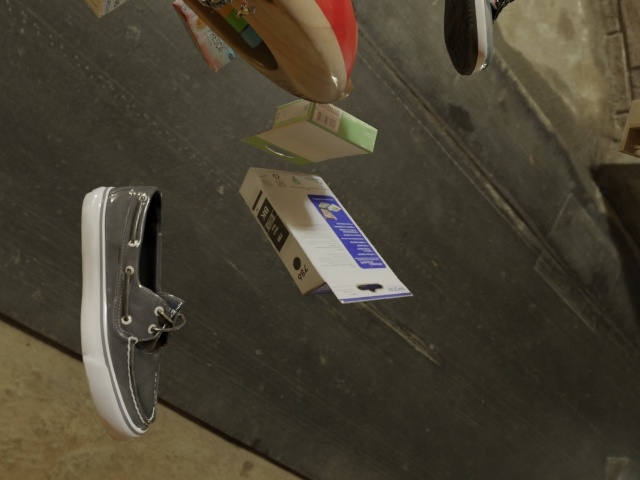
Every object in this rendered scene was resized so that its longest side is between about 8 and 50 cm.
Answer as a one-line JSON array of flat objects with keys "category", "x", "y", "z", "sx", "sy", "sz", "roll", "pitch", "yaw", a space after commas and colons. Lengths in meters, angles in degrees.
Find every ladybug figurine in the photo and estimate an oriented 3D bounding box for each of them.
[{"category": "ladybug figurine", "x": -0.099, "y": -0.386, "z": 0.773, "sx": 0.449, "sy": 0.305, "sz": 0.162, "roll": 42, "pitch": 87, "yaw": -26}]

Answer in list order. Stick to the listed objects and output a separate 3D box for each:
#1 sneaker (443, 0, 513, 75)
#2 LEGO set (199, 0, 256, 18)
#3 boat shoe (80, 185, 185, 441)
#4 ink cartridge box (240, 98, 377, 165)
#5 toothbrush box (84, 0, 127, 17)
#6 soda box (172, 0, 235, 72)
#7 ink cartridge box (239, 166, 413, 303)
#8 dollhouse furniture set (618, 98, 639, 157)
[{"category": "sneaker", "x": 0.285, "y": -0.390, "z": 0.827, "sx": 0.178, "sy": 0.124, "sz": 0.295, "roll": 0, "pitch": 76, "yaw": -5}, {"category": "LEGO set", "x": -0.108, "y": -0.266, "z": 0.600, "sx": 0.083, "sy": 0.054, "sz": 0.023, "roll": 7, "pitch": 85, "yaw": -40}, {"category": "boat shoe", "x": -0.159, "y": 0.055, "z": 0.477, "sx": 0.076, "sy": 0.080, "sz": 0.228, "roll": -11, "pitch": 71, "yaw": 2}, {"category": "ink cartridge box", "x": -0.028, "y": -0.215, "z": 1.086, "sx": 0.171, "sy": 0.235, "sz": 0.056, "roll": 18, "pitch": 80, "yaw": -38}, {"category": "toothbrush box", "x": -0.436, "y": -0.577, "z": 0.935, "sx": 0.122, "sy": 0.206, "sz": 0.283, "roll": -44, "pitch": 105, "yaw": -22}, {"category": "soda box", "x": -0.239, "y": -0.433, "z": 1.110, "sx": 0.063, "sy": 0.183, "sz": 0.058, "roll": -38, "pitch": 76, "yaw": -4}, {"category": "ink cartridge box", "x": 0.000, "y": 0.000, "z": 0.919, "sx": 0.165, "sy": 0.332, "sz": 0.065, "roll": 1, "pitch": 131, "yaw": -39}, {"category": "dollhouse furniture set", "x": 0.513, "y": -0.162, "z": 0.673, "sx": 0.129, "sy": 0.184, "sz": 0.129, "roll": 14, "pitch": 93, "yaw": -14}]
